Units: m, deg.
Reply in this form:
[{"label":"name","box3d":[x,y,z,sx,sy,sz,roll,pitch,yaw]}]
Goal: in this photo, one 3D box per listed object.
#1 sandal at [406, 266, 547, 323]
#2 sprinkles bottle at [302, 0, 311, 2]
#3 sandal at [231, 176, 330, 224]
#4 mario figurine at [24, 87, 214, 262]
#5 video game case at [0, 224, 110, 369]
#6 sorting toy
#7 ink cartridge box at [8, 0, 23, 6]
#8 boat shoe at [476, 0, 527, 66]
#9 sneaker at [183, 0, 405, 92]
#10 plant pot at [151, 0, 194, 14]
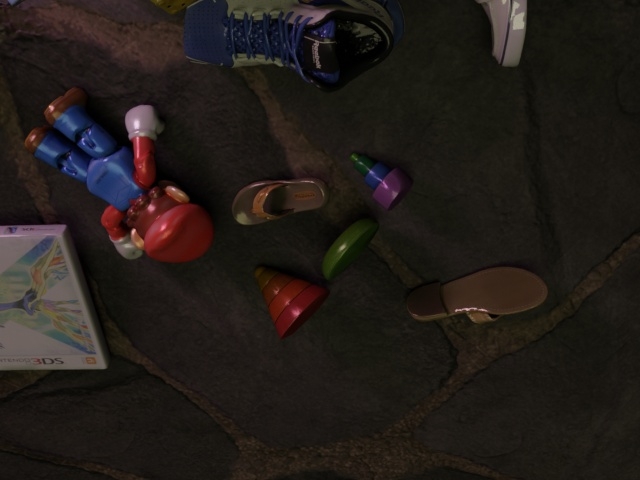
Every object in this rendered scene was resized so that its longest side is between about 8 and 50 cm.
[{"label":"sandal","box3d":[0.277,0.108,1.276,0.240,0.088,0.079,-9,151,15]},{"label":"sprinkles bottle","box3d":[-0.112,-0.441,0.845,0.355,0.121,0.121,36,115,-19]},{"label":"sandal","box3d":[-0.072,-0.062,1.178,0.180,0.049,0.072,-9,114,25]},{"label":"mario figurine","box3d":[-0.301,-0.093,1.164,0.320,0.170,0.198,43,150,-9]},{"label":"video game case","box3d":[-0.560,0.113,1.292,0.300,0.036,0.329,-1,128,3]},{"label":"sorting toy","box3d":[0.000,0.000,1.213,0.126,0.127,0.365,42,114,13]},{"label":"ink cartridge box","box3d":[-0.366,-0.504,0.814,0.151,0.270,0.395,-20,117,19]},{"label":"boat shoe","box3d":[0.231,-0.368,0.977,0.088,0.096,0.267,-4,119,9]},{"label":"sneaker","box3d":[-0.037,-0.286,0.982,0.316,0.182,0.127,1,119,2]},{"label":"plant pot","box3d":[-0.209,-0.360,0.983,0.081,0.081,0.083,-27,79,16]}]
